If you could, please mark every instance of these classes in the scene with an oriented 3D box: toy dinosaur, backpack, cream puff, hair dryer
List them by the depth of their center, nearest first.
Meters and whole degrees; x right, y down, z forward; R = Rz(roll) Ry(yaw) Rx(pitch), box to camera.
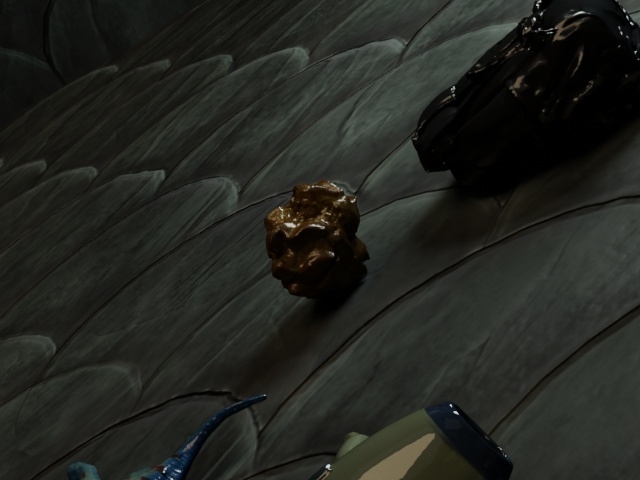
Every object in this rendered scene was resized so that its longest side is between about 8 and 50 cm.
[{"bbox_3d":[-0.015,0.241,1.142,0.296,0.119,0.298,-46,5,-17],"label":"hair dryer"},{"bbox_3d":[-0.188,0.246,1.427,0.329,0.076,0.144,-48,29,-25],"label":"toy dinosaur"},{"bbox_3d":[0.204,-0.149,1.618,0.258,0.133,0.206,-37,14,19],"label":"backpack"},{"bbox_3d":[0.000,0.000,1.623,0.094,0.116,0.122,-22,48,22],"label":"cream puff"}]
